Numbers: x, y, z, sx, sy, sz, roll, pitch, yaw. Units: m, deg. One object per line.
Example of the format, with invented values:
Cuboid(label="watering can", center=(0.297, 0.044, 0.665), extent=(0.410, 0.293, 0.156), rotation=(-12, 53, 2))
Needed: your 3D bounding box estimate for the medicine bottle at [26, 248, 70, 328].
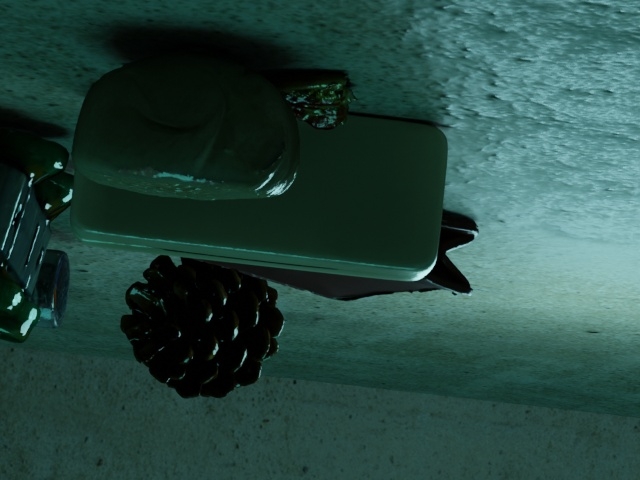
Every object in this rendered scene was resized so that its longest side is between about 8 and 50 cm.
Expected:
Cuboid(label="medicine bottle", center=(-0.473, 0.050, 2.240), extent=(0.293, 0.141, 0.141), rotation=(6, 170, 3))

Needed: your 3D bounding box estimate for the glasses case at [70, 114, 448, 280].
Cuboid(label="glasses case", center=(-0.052, -0.047, 1.490), extent=(0.312, 0.131, 0.070), rotation=(6, 170, -1))

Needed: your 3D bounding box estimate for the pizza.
Cuboid(label="pizza", center=(-0.007, -0.112, 1.389), extent=(0.100, 0.029, 0.099), rotation=(10, 168, -23))

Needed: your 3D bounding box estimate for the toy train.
Cuboid(label="toy train", center=(-0.384, -0.026, 1.712), extent=(0.249, 0.178, 0.429), rotation=(16, 169, -1))

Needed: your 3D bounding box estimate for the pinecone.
Cuboid(label="pinecone", center=(-0.153, 0.094, 2.124), extent=(0.207, 0.208, 0.208), rotation=(6, 170, 1))

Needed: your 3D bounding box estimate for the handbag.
Cuboid(label="handbag", center=(0.000, 0.002, 1.887), extent=(0.275, 0.084, 0.260), rotation=(14, 170, -35))

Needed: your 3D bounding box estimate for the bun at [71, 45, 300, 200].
Cuboid(label="bun", center=(-0.100, -0.090, 1.334), extent=(0.173, 0.114, 0.166), rotation=(6, 177, -7))
